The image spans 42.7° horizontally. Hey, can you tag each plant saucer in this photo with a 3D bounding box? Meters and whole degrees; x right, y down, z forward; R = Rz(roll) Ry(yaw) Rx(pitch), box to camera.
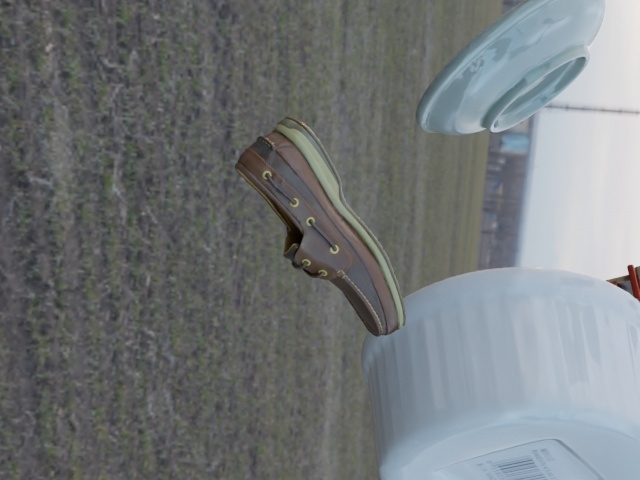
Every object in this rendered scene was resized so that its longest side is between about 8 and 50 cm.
[{"bbox_3d":[0.357,-0.293,1.442,0.100,0.401,0.400,57,7,13],"label":"plant saucer"}]

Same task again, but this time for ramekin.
[{"bbox_3d":[0.175,0.160,0.750,0.277,0.277,0.135,81,9,-49],"label":"ramekin"}]

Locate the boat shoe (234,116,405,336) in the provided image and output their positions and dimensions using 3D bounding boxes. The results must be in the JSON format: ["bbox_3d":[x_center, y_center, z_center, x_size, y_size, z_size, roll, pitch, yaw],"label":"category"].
[{"bbox_3d":[0.000,0.000,0.598,0.178,0.060,0.064,59,-15,-14],"label":"boat shoe"}]

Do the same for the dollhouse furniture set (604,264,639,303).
[{"bbox_3d":[0.408,0.155,0.965,0.262,0.135,0.259,53,28,-40],"label":"dollhouse furniture set"}]
